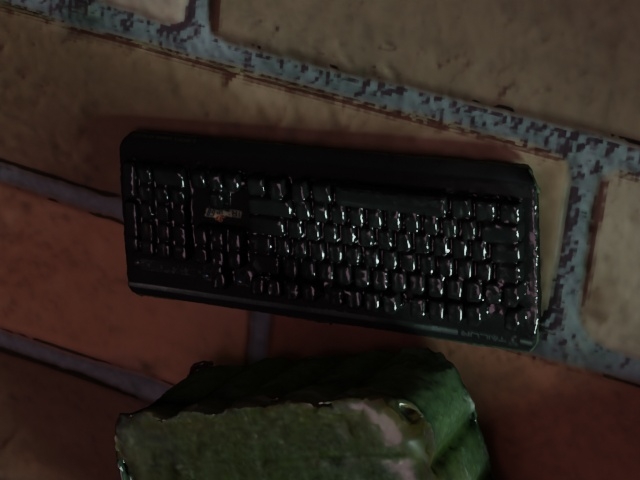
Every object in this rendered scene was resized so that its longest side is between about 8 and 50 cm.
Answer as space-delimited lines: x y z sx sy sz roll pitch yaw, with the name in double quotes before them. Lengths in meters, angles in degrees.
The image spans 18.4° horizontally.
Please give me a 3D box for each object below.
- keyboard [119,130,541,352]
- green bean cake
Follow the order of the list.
"keyboard" 0.000 0.000 0.963 0.230 0.025 0.093 6 109 28
"green bean cake" 0.005 0.143 0.974 0.181 0.094 0.173 -8 104 32
